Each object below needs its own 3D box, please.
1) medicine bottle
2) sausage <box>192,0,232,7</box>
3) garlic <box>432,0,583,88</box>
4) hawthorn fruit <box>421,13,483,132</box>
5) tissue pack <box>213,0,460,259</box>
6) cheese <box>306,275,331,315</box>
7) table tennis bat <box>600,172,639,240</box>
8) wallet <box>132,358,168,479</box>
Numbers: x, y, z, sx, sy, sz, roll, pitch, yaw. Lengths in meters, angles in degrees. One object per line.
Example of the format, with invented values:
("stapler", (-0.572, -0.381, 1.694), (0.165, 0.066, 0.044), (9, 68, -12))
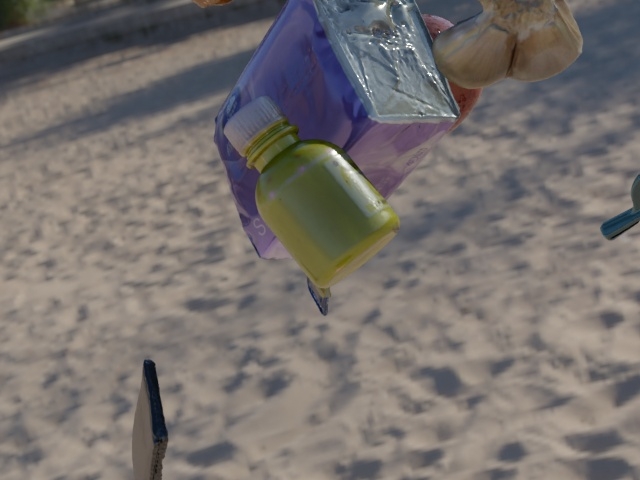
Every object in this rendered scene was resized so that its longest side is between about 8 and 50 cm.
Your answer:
("medicine bottle", (-0.018, -0.062, 1.448), (0.122, 0.212, 0.122), (-38, -8, -6))
("sausage", (-0.084, -0.366, 1.436), (0.098, 0.238, 0.098), (29, 14, -8))
("garlic", (0.207, -0.232, 1.451), (0.174, 0.124, 0.099), (-17, 14, -4))
("hawthorn fruit", (0.161, -0.244, 1.998), (0.196, 0.196, 0.225), (-15, 30, 3))
("tissue pack", (0.007, -0.159, 1.632), (0.160, 0.242, 0.338), (-7, -27, -31))
("cheese", (0.000, 0.000, 2.053), (0.069, 0.270, 0.177), (-14, 43, -16))
("table tennis bat", (0.503, -0.057, 1.950), (0.201, 0.124, 0.033), (-37, 29, 39))
("wallet", (-0.229, 0.270, 1.704), (0.025, 0.244, 0.124), (-5, 53, -15))
